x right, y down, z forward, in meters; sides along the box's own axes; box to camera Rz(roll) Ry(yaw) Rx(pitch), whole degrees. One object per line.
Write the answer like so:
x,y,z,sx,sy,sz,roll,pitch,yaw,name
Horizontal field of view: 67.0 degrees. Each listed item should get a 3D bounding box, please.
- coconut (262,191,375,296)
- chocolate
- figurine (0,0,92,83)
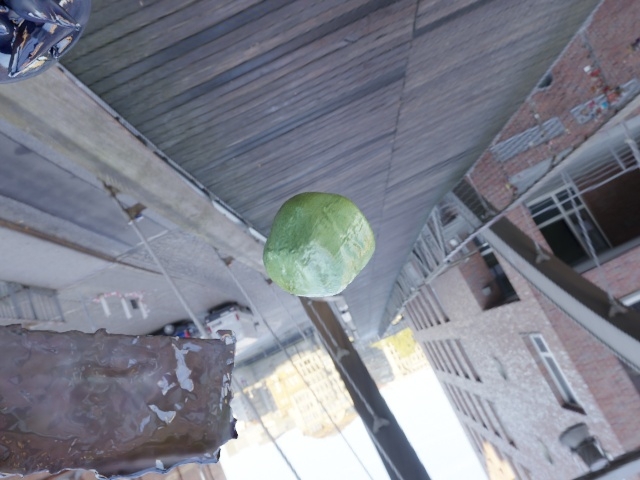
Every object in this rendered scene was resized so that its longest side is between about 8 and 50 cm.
0.000,0.000,0.394,0.096,0.088,0.088,-56,-173,-37,coconut
-0.226,0.114,0.364,0.321,0.111,0.112,11,168,-35,chocolate
-0.292,-0.190,0.357,0.197,0.175,0.265,-19,-163,31,figurine
